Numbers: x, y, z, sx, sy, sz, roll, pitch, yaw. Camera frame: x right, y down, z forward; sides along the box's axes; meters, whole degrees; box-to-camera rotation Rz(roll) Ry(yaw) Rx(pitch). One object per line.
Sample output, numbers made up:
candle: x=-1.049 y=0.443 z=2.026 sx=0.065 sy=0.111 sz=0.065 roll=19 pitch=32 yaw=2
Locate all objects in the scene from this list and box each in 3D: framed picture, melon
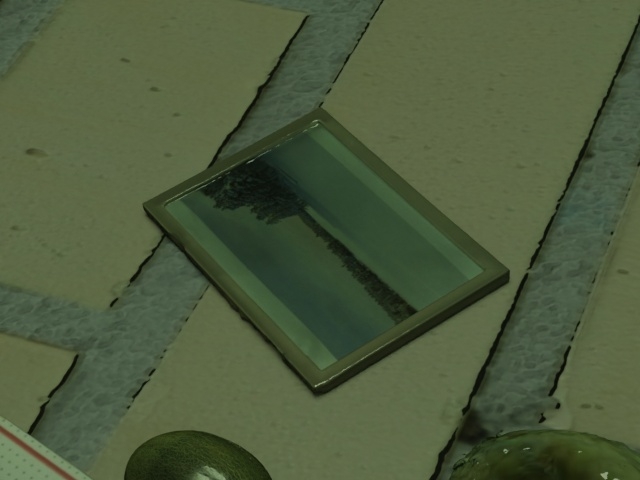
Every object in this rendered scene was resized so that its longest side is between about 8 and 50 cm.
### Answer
framed picture: x=0.000 y=0.000 z=1.528 sx=0.213 sy=0.016 sz=0.289 roll=-29 pitch=50 yaw=-20
melon: x=-0.094 y=0.197 z=1.293 sx=0.130 sy=0.098 sz=0.098 roll=27 pitch=55 yaw=28

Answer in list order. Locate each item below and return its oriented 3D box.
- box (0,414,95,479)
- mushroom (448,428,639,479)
box: x=-0.260 y=0.253 z=1.260 sx=0.330 sy=0.095 sz=0.210 roll=29 pitch=57 yaw=28
mushroom: x=0.173 y=0.267 z=1.172 sx=0.247 sy=0.130 sz=0.344 roll=4 pitch=46 yaw=5
